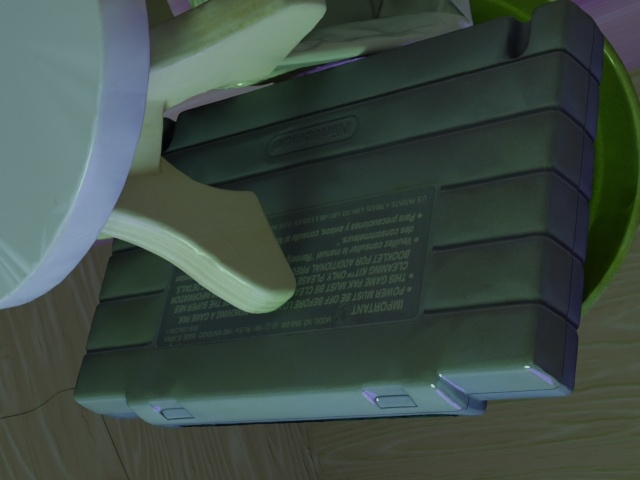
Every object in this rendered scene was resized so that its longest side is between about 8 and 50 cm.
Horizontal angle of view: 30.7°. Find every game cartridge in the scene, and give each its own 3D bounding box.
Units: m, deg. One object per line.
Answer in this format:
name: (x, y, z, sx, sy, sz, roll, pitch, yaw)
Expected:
game cartridge: (0.000, 0.000, 0.724, 0.355, 0.230, 0.068, -9, 154, 39)

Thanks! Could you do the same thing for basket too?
basket: (-0.001, -0.170, 0.781, 0.167, 0.113, 0.103, -14, -179, -30)

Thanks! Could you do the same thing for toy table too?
toy table: (-0.123, -0.066, 0.652, 0.161, 0.252, 0.274, -10, 170, -43)

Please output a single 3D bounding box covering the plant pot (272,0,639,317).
plant pot: (0.092, -0.082, 1.210, 0.367, 0.366, 0.353, -15, -170, -8)
